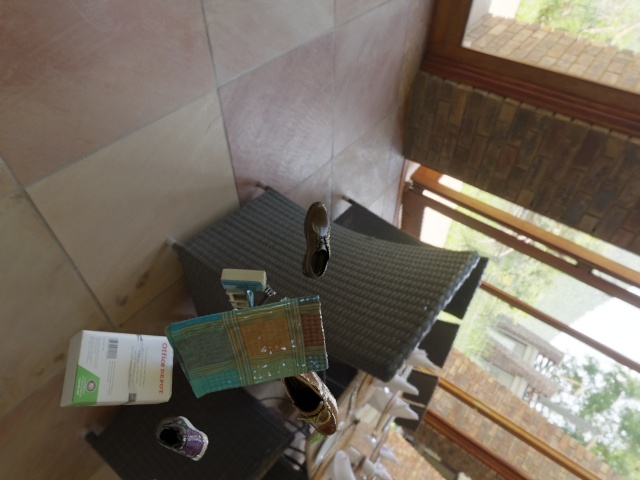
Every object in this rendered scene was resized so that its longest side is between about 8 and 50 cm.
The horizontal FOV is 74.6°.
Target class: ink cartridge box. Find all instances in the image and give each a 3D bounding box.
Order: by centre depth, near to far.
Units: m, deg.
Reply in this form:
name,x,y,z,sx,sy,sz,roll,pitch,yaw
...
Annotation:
name,x,y,z,sx,sy,sz,roll,pitch,yaw
ink cartridge box,-0.480,0.311,1.013,0.219,0.092,0.160,18,57,-41

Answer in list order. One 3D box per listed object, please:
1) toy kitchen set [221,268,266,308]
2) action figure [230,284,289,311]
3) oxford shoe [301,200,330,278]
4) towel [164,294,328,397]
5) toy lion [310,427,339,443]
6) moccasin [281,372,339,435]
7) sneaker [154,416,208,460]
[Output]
name,x,y,z,sx,sy,sz,roll,pitch,yaw
toy kitchen set,-0.221,0.204,1.235,0.207,0.122,0.166,91,2,-60
action figure,-0.227,0.282,1.407,0.276,0.164,0.141,-53,163,16
oxford shoe,0.000,0.000,1.212,0.082,0.096,0.227,1,92,-21
towel,-0.171,0.273,1.060,0.369,0.040,0.272,-10,126,-5
toy lion,0.011,0.738,1.598,0.100,0.034,0.096,-43,156,27
moccasin,-0.033,0.551,1.447,0.147,0.139,0.380,-79,155,-58
sneaker,-0.510,0.656,1.441,0.124,0.283,0.107,41,57,-37
